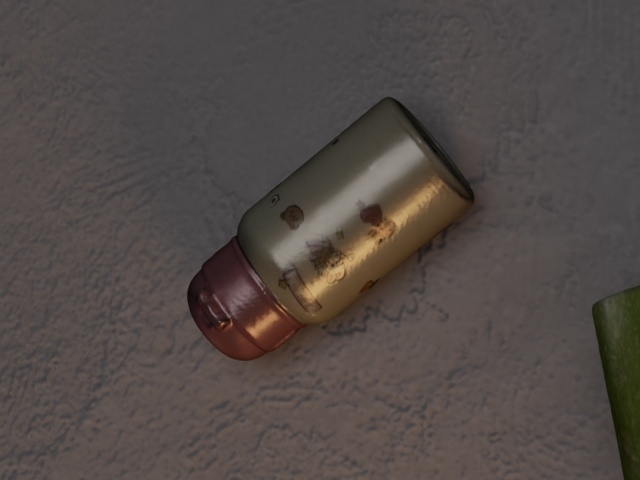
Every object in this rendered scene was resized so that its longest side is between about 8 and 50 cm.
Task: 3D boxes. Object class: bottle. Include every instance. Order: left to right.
[{"bbox_3d":[0.000,0.000,1.494,0.233,0.110,0.110,-40,72,9],"label":"bottle"}]

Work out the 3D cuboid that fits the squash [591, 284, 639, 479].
[{"bbox_3d":[0.342,0.204,1.273,0.263,0.263,0.384,-13,78,16],"label":"squash"}]
